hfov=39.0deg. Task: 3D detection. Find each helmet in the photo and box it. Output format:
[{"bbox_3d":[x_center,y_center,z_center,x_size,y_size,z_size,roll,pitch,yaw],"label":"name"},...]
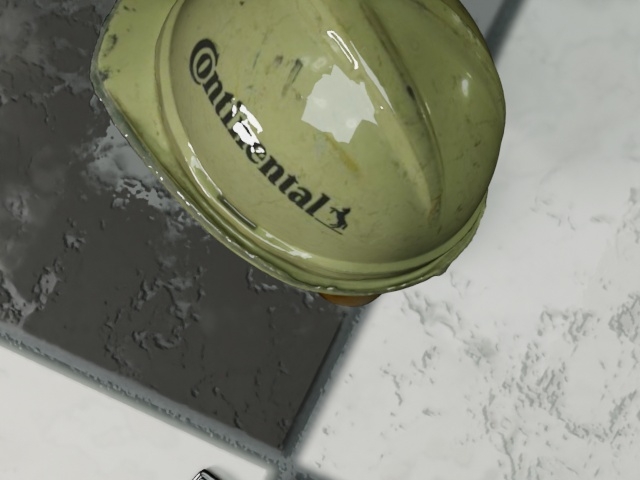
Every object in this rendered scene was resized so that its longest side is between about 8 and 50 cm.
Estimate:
[{"bbox_3d":[0.006,-0.096,0.491,0.257,0.137,0.204,37,67,-3],"label":"helmet"}]

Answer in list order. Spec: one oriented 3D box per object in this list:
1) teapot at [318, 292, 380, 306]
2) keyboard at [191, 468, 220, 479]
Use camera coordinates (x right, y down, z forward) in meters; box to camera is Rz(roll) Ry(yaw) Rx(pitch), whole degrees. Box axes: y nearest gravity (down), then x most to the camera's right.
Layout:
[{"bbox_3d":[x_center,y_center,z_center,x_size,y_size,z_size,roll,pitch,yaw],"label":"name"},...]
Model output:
[{"bbox_3d":[0.000,0.000,0.578,0.085,0.110,0.080,34,126,41],"label":"teapot"},{"bbox_3d":[-0.044,0.235,0.683,0.155,0.010,0.053,38,106,-3],"label":"keyboard"}]
